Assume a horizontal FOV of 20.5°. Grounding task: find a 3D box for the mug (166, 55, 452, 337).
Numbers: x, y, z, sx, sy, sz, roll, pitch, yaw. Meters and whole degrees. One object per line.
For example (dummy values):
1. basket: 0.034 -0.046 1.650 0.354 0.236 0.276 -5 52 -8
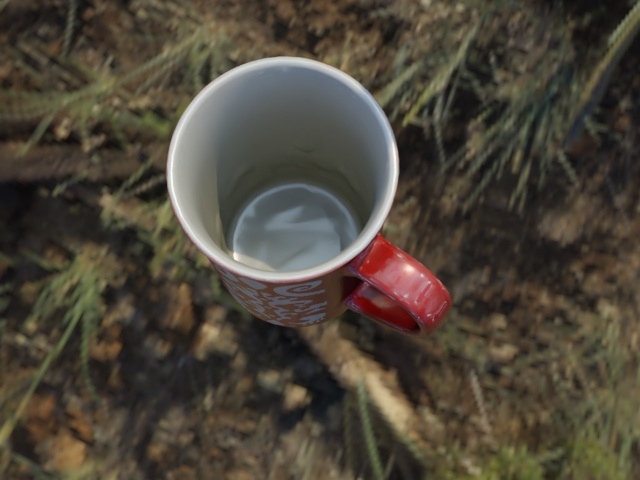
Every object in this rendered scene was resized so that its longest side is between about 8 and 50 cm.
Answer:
1. mug: -0.010 0.002 0.928 0.113 0.150 0.169 -22 167 -5
